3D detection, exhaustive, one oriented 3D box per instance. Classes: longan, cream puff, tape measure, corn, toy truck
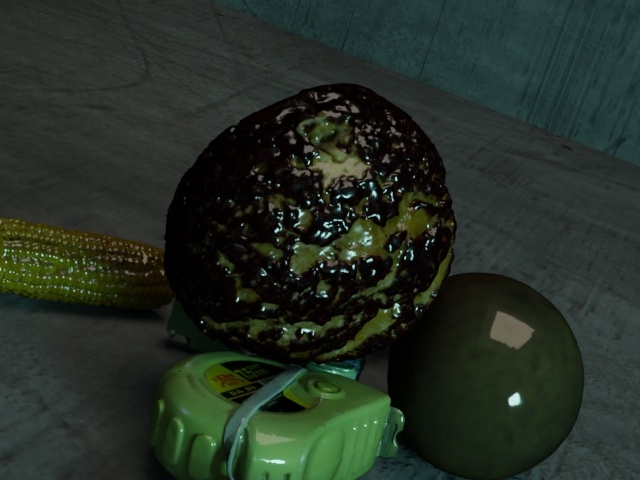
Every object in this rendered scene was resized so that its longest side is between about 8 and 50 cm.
[{"bbox_3d":[0.133,0.110,1.136,0.167,0.167,0.187,6,32,-32],"label":"longan"},{"bbox_3d":[0.000,0.000,1.071,0.239,0.239,0.165,0,47,-44],"label":"cream puff"},{"bbox_3d":[-0.047,0.140,1.005,0.154,0.087,0.177,23,17,25],"label":"tape measure"},{"bbox_3d":[-0.220,0.023,1.209,0.207,0.068,0.068,12,19,-28],"label":"corn"},{"bbox_3d":[-0.048,0.091,1.180,0.175,0.067,0.081,18,24,0],"label":"toy truck"}]
